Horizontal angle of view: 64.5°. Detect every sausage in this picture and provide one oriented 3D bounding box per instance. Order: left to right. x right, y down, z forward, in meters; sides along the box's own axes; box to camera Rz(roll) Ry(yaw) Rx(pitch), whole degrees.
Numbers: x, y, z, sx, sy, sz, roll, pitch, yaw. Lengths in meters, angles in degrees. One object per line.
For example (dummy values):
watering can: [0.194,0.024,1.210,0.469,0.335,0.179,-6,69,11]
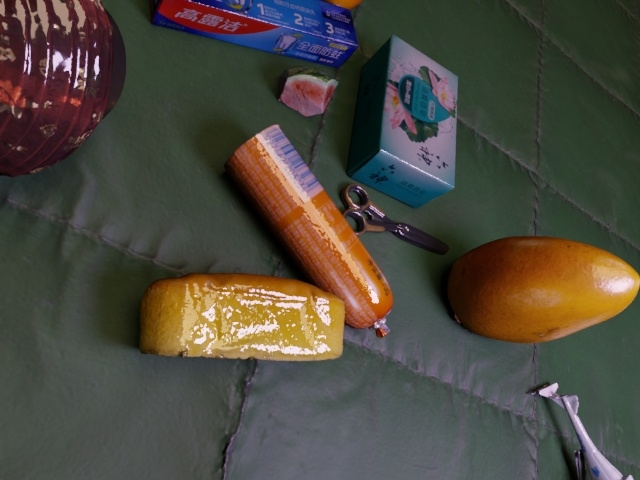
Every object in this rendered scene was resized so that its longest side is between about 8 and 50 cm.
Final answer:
sausage: [0.000,0.000,0.677,0.093,0.093,0.312,-39,95,-37]

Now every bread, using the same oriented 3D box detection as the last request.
bread: [-0.081,0.091,0.584,0.245,0.102,0.095,8,74,-29]

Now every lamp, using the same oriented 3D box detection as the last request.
lamp: [-0.306,-0.178,0.461,0.246,0.247,0.247,13,65,-29]

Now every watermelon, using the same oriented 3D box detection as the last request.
watermelon: [-0.024,-0.235,0.785,0.084,0.072,0.092,28,19,-9]

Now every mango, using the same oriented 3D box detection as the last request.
mango: [0.324,0.070,0.756,0.187,0.257,0.138,49,53,-8]

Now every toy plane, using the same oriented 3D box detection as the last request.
toy plane: [0.456,0.367,0.822,0.181,0.107,0.273,14,60,-34]

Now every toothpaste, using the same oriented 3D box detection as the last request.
toothpaste: [-0.091,-0.340,0.770,0.320,0.066,0.077,1,71,-32]

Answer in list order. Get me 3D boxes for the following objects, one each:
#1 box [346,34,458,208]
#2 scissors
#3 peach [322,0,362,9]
box: [0.143,-0.197,0.848,0.153,0.092,0.245,21,61,-25]
scissors: [0.123,-0.019,0.812,0.220,0.017,0.088,22,60,-26]
peach: [0.020,-0.456,0.841,0.138,0.138,0.138,13,65,-29]
